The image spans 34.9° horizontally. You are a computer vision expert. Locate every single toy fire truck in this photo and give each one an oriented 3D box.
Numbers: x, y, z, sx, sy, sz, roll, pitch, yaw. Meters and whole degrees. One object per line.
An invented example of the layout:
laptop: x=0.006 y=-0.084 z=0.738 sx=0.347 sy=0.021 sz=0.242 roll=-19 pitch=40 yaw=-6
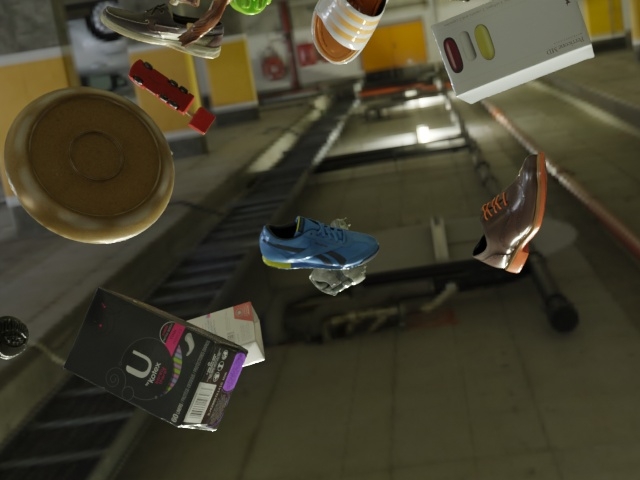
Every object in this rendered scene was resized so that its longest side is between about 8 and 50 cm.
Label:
toy fire truck: x=-0.310 y=-0.300 z=2.129 sx=0.192 sy=0.047 sz=0.135 roll=34 pitch=175 yaw=-5

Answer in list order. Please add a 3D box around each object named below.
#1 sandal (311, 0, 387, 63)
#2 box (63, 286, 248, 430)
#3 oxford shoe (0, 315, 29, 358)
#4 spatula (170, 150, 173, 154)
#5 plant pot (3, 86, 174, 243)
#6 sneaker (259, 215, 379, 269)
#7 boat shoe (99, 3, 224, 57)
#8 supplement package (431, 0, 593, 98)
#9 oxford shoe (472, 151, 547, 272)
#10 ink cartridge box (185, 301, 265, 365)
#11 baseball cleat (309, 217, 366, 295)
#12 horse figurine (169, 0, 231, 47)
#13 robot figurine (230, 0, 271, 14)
sandal: x=0.059 y=-0.384 z=1.568 sx=0.102 sy=0.265 sz=0.076 roll=34 pitch=-148 yaw=-1
box: x=-0.295 y=0.213 z=1.827 sx=0.270 sy=0.165 sz=0.143 roll=20 pitch=175 yaw=25
oxford shoe: x=-0.638 y=0.175 z=1.915 sx=0.096 sy=0.083 sz=0.227 roll=8 pitch=175 yaw=24
spatula: x=-0.520 y=-0.252 z=2.628 sx=0.168 sy=0.242 sz=0.019 roll=-45 pitch=180 yaw=15
plant pot: x=-0.310 y=-0.112 z=1.395 sx=0.236 sy=0.236 sz=0.032 roll=-16 pitch=168 yaw=-30
sneaker: x=0.000 y=0.000 z=1.752 sx=0.209 sy=0.082 sz=0.069 roll=-1 pitch=-141 yaw=-5
boat shoe: x=-0.360 y=-0.501 z=2.346 sx=0.285 sy=0.092 sz=0.103 roll=14 pitch=-154 yaw=-16
supplement package: x=0.369 y=-0.377 z=1.933 sx=0.261 sy=0.145 sz=0.204 roll=-20 pitch=178 yaw=17
oxford shoe: x=0.334 y=-0.047 z=1.795 sx=0.098 sy=0.271 sz=0.097 roll=10 pitch=-137 yaw=2
ink cartridge box: x=-0.221 y=0.213 z=2.088 sx=0.198 sy=0.067 sz=0.115 roll=-17 pitch=-138 yaw=5
baseball cleat: x=0.023 y=0.029 z=1.872 sx=0.109 sy=0.072 sz=0.206 roll=-32 pitch=-157 yaw=7
horse figurine: x=-0.183 y=-0.440 z=1.614 sx=0.066 sy=0.263 sz=0.174 roll=2 pitch=168 yaw=-40
robot figurine: x=-0.139 y=-0.463 z=1.925 sx=0.101 sy=0.067 sz=0.115 roll=1 pitch=-163 yaw=-18
